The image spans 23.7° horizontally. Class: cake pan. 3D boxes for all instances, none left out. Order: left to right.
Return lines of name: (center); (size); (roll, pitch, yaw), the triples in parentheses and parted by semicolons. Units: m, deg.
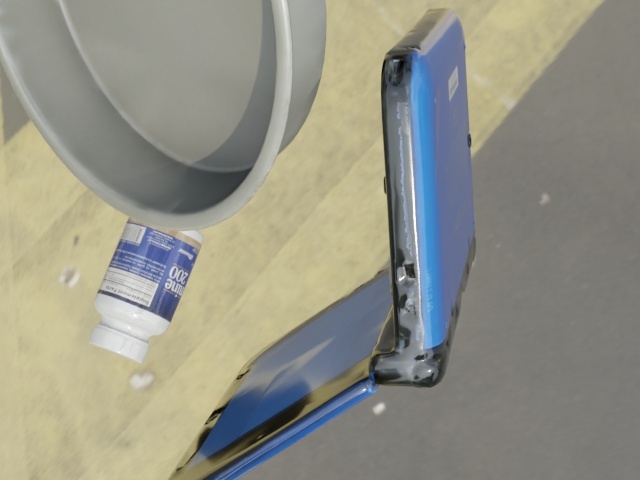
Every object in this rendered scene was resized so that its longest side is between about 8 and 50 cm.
cake pan: (-0.103, -0.151, 0.891); (0.054, 0.293, 0.293); (-26, 83, -38)

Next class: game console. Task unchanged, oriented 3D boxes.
game console: (0.000, 0.000, 0.922); (0.173, 0.293, 0.250); (-2, 103, 9)

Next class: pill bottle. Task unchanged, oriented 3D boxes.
pill bottle: (-0.149, 0.039, 1.276); (0.067, 0.067, 0.120); (23, 81, -10)
